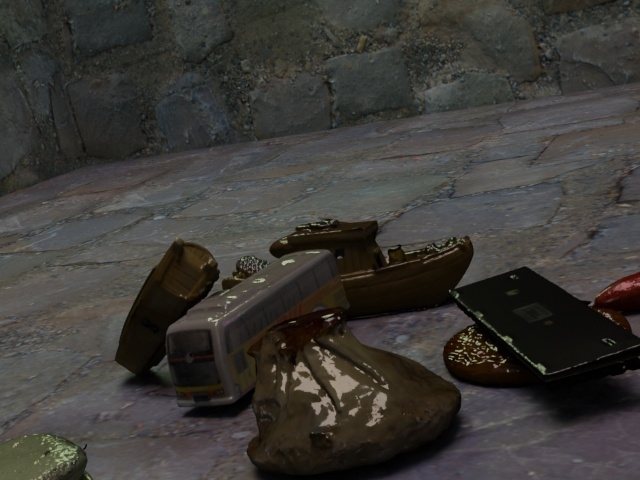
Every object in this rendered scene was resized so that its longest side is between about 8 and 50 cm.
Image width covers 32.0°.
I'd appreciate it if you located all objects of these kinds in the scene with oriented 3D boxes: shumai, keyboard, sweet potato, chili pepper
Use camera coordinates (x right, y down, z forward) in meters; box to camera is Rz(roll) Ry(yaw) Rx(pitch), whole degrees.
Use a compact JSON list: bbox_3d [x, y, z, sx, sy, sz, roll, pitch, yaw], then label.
[{"bbox_3d":[0.020,0.121,0.984,0.201,0.120,0.201,-13,9,2],"label":"shumai"},{"bbox_3d":[0.211,0.079,1.074,0.106,0.027,0.317,-16,12,-4],"label":"keyboard"},{"bbox_3d":[0.000,0.000,1.721,0.182,0.054,0.053,-7,4,32],"label":"sweet potato"},{"bbox_3d":[0.416,0.032,1.149,0.272,0.063,0.071,-11,-1,18],"label":"chili pepper"}]

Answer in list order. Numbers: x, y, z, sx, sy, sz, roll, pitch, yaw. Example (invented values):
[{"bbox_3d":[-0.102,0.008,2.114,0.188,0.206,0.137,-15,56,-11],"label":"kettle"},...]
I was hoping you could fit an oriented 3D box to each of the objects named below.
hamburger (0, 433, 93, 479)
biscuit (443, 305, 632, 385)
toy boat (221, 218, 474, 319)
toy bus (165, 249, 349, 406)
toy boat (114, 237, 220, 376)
[{"bbox_3d":[-0.262,0.215,0.961,0.133,0.062,0.140,-20,16,-27],"label":"hamburger"},{"bbox_3d":[0.213,0.099,1.110,0.187,0.027,0.188,-12,12,3],"label":"biscuit"},{"bbox_3d":[0.031,0.032,1.384,0.321,0.122,0.089,-8,7,19],"label":"toy boat"},{"bbox_3d":[-0.064,0.092,1.227,0.092,0.106,0.268,-8,13,32],"label":"toy bus"},{"bbox_3d":[-0.174,0.077,1.260,0.226,0.068,0.088,-56,1,43],"label":"toy boat"}]
